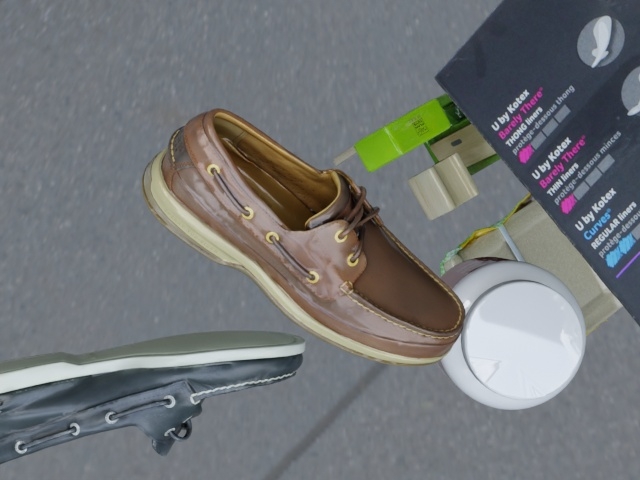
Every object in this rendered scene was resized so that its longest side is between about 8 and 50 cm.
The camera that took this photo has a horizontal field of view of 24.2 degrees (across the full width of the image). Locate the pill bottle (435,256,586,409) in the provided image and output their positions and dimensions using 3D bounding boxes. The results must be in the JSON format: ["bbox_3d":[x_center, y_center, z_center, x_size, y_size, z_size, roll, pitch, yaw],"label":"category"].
[{"bbox_3d":[0.151,0.075,1.240,0.121,0.216,0.121,0,90,-1],"label":"pill bottle"}]

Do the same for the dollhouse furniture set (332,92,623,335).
[{"bbox_3d":[0.164,-0.005,1.591,0.197,0.151,0.301,-31,92,-32],"label":"dollhouse furniture set"}]

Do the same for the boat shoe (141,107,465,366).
[{"bbox_3d":[0.000,0.000,0.728,0.178,0.064,0.060,33,131,-10],"label":"boat shoe"}]

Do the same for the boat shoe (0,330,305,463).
[{"bbox_3d":[-0.179,0.161,1.478,0.340,0.127,0.113,-8,95,-9],"label":"boat shoe"}]

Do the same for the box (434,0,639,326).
[{"bbox_3d":[0.213,-0.030,0.754,0.143,0.270,0.165,-48,145,20],"label":"box"}]
